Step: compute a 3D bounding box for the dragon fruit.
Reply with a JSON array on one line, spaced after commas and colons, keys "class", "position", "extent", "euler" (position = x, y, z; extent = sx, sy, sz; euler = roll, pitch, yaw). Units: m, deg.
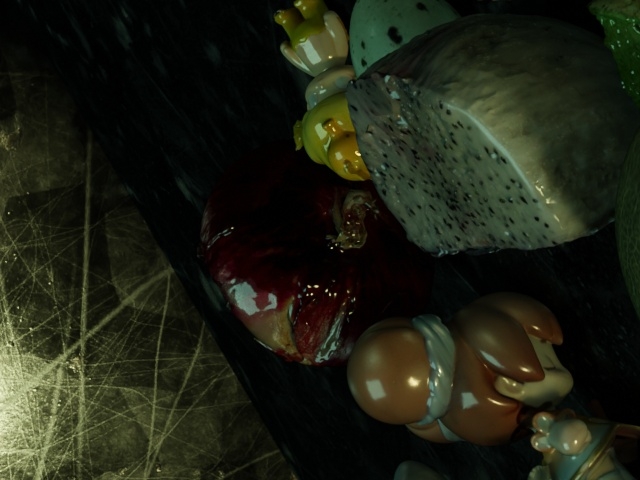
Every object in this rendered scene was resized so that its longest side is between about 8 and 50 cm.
[{"class": "dragon fruit", "position": [0.176, -0.118, 1.580], "extent": [0.204, 0.221, 0.283], "euler": [62, 159, -12]}]

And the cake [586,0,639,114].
[{"class": "cake", "position": [0.320, -0.109, 1.406], "extent": [0.235, 0.100, 0.099], "euler": [63, 162, -17]}]

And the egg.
[{"class": "egg", "position": [0.092, -0.202, 1.817], "extent": [0.131, 0.131, 0.164], "euler": [81, 164, -53]}]

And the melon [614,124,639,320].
[{"class": "melon", "position": [0.348, 0.007, 1.313], "extent": [0.237, 0.237, 0.302], "euler": [33, 152, 52]}]

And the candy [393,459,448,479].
[{"class": "candy", "position": [0.156, 0.334, 2.010], "extent": [0.174, 0.071, 0.138], "euler": [39, -164, -6]}]

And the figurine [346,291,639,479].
[{"class": "figurine", "position": [0.239, 0.224, 2.015], "extent": [0.388, 0.248, 0.276], "euler": [51, -174, 25]}]

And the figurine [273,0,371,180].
[{"class": "figurine", "position": [0.022, -0.177, 2.081], "extent": [0.156, 0.131, 0.246], "euler": [-28, 77, 34]}]

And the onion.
[{"class": "onion", "position": [0.000, 0.000, 2.144], "extent": [0.314, 0.314, 0.232], "euler": [51, 144, 18]}]
